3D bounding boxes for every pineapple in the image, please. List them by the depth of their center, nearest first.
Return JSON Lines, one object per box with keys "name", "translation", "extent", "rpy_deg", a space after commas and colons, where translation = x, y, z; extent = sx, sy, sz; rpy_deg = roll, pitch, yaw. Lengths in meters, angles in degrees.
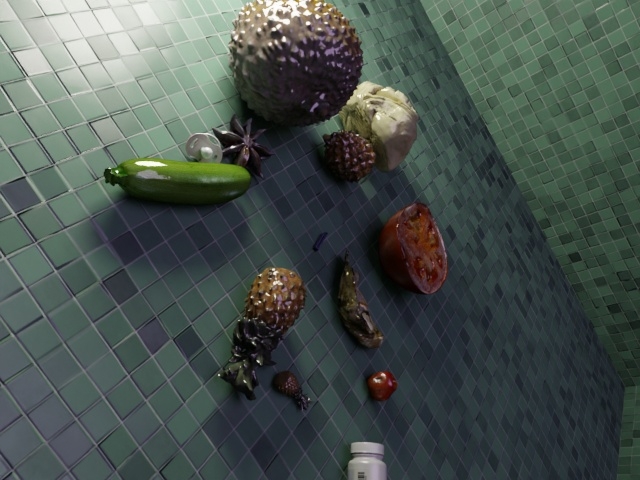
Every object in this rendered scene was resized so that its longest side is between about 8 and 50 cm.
{"name": "pineapple", "translation": [-0.134, 0.222, 1.256], "extent": [0.170, 0.141, 0.310], "rpy_deg": [61, 41, -46]}
{"name": "pineapple", "translation": [-0.066, 0.379, 1.318], "extent": [0.124, 0.058, 0.058], "rpy_deg": [58, 39, -31]}
{"name": "pineapple", "translation": [0.081, -0.284, 1.717], "extent": [0.193, 0.166, 0.166], "rpy_deg": [35, 48, -20]}

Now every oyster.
{"name": "oyster", "translation": [0.103, 0.176, 1.579], "extent": [0.166, 0.094, 0.294], "rpy_deg": [36, 36, -56]}

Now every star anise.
{"name": "star anise", "translation": [-0.212, -0.251, 1.445], "extent": [0.204, 0.061, 0.181], "rpy_deg": [-9, 86, -47]}

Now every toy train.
{"name": "toy train", "translation": [0.000, 0.000, 1.589], "extent": [0.017, 0.017, 0.083], "rpy_deg": [44, 44, -15]}

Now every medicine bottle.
{"name": "medicine bottle", "translation": [0.119, 0.623, 1.351], "extent": [0.103, 0.103, 0.187], "rpy_deg": [27, 53, -37]}

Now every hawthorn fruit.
{"name": "hawthorn fruit", "translation": [0.184, 0.422, 1.530], "extent": [0.093, 0.093, 0.093], "rpy_deg": [23, 56, -39]}

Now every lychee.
{"name": "lychee", "translation": [-0.075, -0.520, 1.498], "extent": [0.380, 0.380, 0.432], "rpy_deg": [3, 57, -47]}

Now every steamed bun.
{"name": "steamed bun", "translation": [0.212, -0.411, 1.829], "extent": [0.203, 0.289, 0.276], "rpy_deg": [-29, 135, -16]}

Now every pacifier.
{"name": "pacifier", "translation": [-0.290, -0.229, 1.334], "extent": [0.099, 0.078, 0.081], "rpy_deg": [39, 90, -26]}

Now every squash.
{"name": "squash", "translation": [-0.316, -0.137, 1.244], "extent": [0.395, 0.107, 0.107], "rpy_deg": [-3, 74, -48]}

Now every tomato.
{"name": "tomato", "translation": [0.301, 0.041, 1.802], "extent": [0.338, 0.143, 0.338], "rpy_deg": [22, 60, -44]}
